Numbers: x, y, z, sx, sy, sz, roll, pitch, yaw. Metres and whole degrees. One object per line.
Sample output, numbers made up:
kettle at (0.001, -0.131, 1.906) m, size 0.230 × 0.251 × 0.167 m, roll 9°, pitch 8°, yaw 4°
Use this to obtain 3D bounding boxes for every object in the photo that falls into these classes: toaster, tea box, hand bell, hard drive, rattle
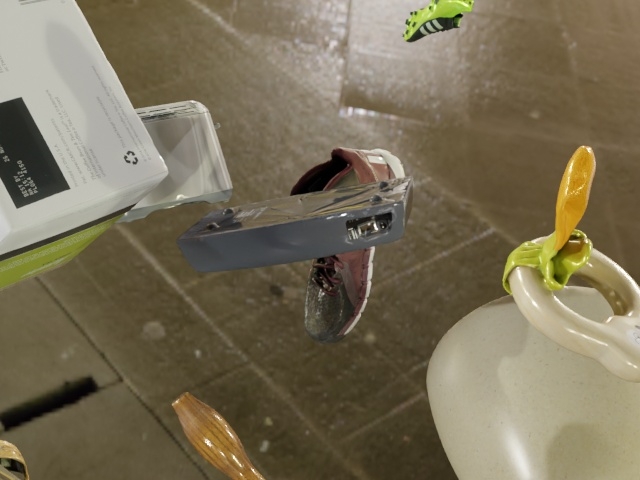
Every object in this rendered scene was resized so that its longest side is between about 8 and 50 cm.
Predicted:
toaster at (-0.237, -0.107, 1.459) m, size 0.227 × 0.146 × 0.129 m, roll -14°, pitch 6°, yaw -26°
tea box at (-0.405, -0.127, 1.259) m, size 0.220 × 0.323 × 0.329 m, roll -26°, pitch 87°, yaw -42°
hand bell at (-0.057, 0.241, 1.024) m, size 0.242 × 0.126 × 0.126 m, roll 52°, pitch 45°, yaw -6°
hard drive at (-0.020, -0.019, 1.212) m, size 0.255 × 0.054 × 0.172 m, roll -10°, pitch 12°, yaw 11°
rattle at (0.256, 0.040, 0.850) m, size 0.199 × 0.142 × 0.130 m, roll 46°, pitch 26°, yaw 28°

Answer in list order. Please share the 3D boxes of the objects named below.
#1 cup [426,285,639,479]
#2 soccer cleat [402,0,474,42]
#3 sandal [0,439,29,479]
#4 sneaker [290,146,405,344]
cup at (0.302, 0.256, 1.310) m, size 0.331 × 0.331 × 0.237 m, roll 7°, pitch 40°, yaw -3°
soccer cleat at (0.198, -0.378, 1.827) m, size 0.072 × 0.179 × 0.060 m, roll 20°, pitch 72°, yaw -16°
sandal at (-0.361, 0.239, 1.170) m, size 0.180 × 0.072 × 0.049 m, roll 41°, pitch 54°, yaw 2°
sneaker at (0.000, 0.000, 1.424) m, size 0.106 × 0.281 × 0.163 m, roll 23°, pitch 8°, yaw 41°
